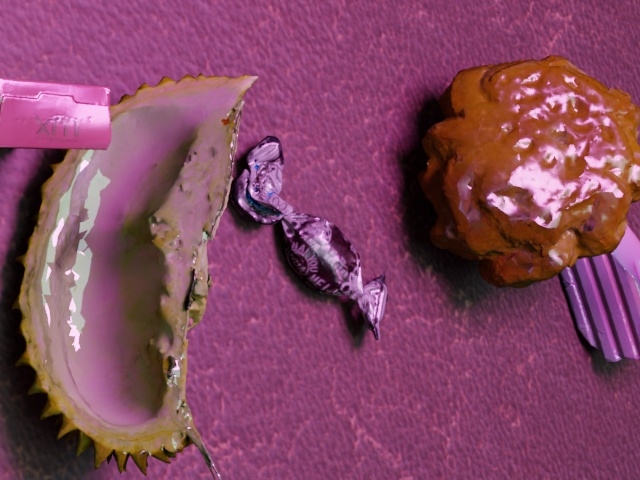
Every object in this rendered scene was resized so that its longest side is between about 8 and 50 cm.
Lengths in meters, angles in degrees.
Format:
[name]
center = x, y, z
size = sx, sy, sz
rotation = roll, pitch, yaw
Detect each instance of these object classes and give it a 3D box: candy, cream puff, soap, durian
[candy]
center = 0.000, 0.000, 1.789
size = 0.226, 0.051, 0.094
rotation = 52, 53, -20
[cream puff]
center = 0.215, -0.071, 1.878
size = 0.244, 0.196, 0.244
rotation = 1, 99, 3
[soap]
center = 0.317, 0.055, 2.004
size = 0.056, 0.100, 0.149
rotation = -25, 98, -39
[durian]
center = -0.156, 0.026, 1.583
size = 0.157, 0.169, 0.355
rotation = 17, 72, -38

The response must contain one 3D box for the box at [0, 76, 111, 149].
[box]
center = -0.256, -0.104, 1.535
size = 0.111, 0.156, 0.060
rotation = 0, 96, -38
